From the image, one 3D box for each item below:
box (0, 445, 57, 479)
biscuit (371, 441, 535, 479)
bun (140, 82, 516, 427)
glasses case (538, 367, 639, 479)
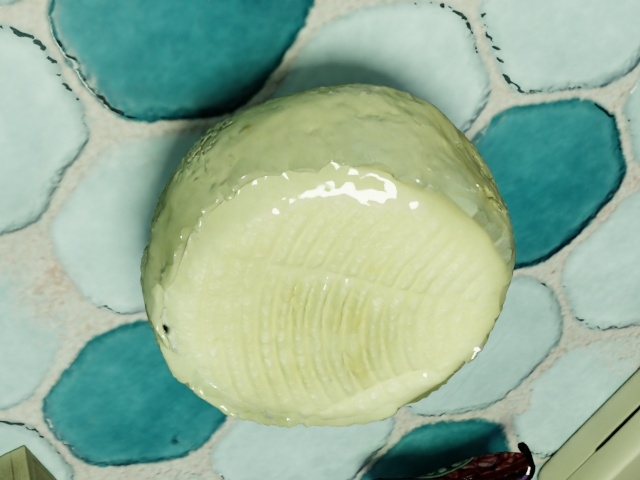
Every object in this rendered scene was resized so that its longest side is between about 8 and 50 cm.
[{"bbox_3d":[-0.230,0.223,0.915,0.035,0.083,0.079,-26,132,0],"label":"box"},{"bbox_3d":[0.135,0.258,1.092,0.151,0.063,0.235,-21,149,0],"label":"biscuit"},{"bbox_3d":[0.000,0.000,0.775,0.259,0.152,0.259,-3,129,-3],"label":"bun"},{"bbox_3d":[0.361,0.172,1.111,0.131,0.070,0.313,23,116,-34],"label":"glasses case"}]
